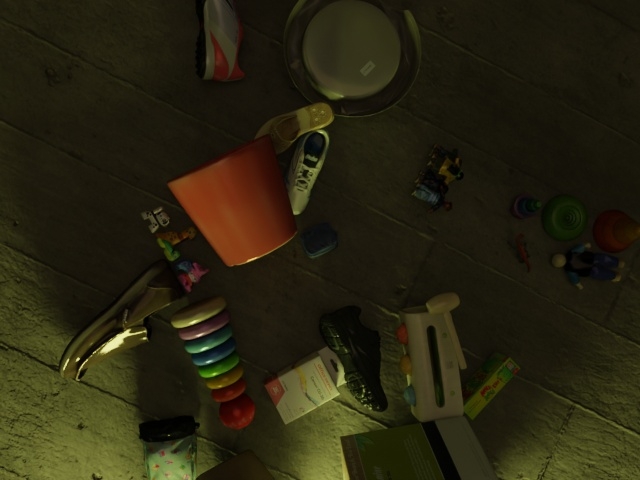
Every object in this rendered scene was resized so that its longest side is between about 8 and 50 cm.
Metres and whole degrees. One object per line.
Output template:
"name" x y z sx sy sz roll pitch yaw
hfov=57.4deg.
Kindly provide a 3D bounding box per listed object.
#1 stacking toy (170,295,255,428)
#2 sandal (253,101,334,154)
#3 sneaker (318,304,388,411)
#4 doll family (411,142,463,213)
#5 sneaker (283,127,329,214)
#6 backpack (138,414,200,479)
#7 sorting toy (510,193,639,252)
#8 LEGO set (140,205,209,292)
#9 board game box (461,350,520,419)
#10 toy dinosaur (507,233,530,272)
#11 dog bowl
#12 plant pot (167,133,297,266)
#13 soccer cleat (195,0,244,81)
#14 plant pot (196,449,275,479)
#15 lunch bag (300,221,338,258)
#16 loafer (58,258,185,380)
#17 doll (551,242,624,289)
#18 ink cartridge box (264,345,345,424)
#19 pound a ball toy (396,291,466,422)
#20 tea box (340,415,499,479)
"stacking toy" -0.245 0.310 1.443 0.141 0.141 0.331 -21 96 -6
"sandal" -0.084 -0.277 1.435 0.239 0.079 0.088 -22 90 22
"sneaker" 0.112 0.295 1.484 0.130 0.109 0.287 -25 91 -29
"doll family" 0.317 -0.159 1.532 0.111 0.076 0.193 29 92 -9
"sneaker" -0.040 -0.181 1.486 0.085 0.086 0.237 18 89 -7
"backpack" -0.370 0.536 1.432 0.151 0.115 0.182 -4 93 -8
"sorting toy" 0.695 -0.055 1.540 0.365 0.126 0.127 14 88 -6
"LEGO set" -0.342 0.012 1.457 0.093 0.087 0.227 -31 86 -8
"board game box" 0.428 0.375 1.525 0.043 0.092 0.181 45 85 -4
"toy dinosaur" 0.540 0.024 1.551 0.047 0.090 0.082 -29 137 5
"dog bowl" 0.076 -0.477 1.492 0.348 0.102 0.349 0 90 -5
"plant pot" -0.192 -0.088 1.393 0.274 0.275 0.243 -26 102 -5
"soccer cleat" -0.248 -0.557 1.470 0.116 0.108 0.319 2 87 -26
"plant pot" -0.190 0.643 1.402 0.263 0.263 0.229 -28 75 -5
"lunch bag" 0.000 0.000 1.499 0.098 0.065 0.067 -24 76 -4
"loafer" -0.473 0.211 1.413 0.130 0.134 0.366 45 86 -4
"doll" 0.717 0.070 1.580 0.188 0.046 0.129 11 98 -5
"ink cartridge box" -0.030 0.363 1.491 0.198 0.067 0.115 -29 93 -6
"pound a ball toy" 0.268 0.286 1.452 0.135 0.208 0.320 -8 91 -6
"tea box" 0.226 0.635 1.388 0.323 0.220 0.329 -8 115 -4
